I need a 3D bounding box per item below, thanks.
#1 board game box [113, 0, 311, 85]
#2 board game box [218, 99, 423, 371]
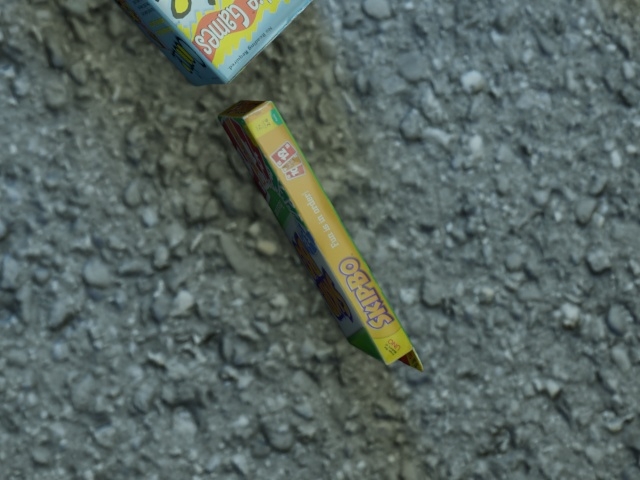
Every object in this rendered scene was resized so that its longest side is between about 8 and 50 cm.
[{"bbox_3d":[-0.134,-0.271,1.310,0.142,0.144,0.275,-45,104,-7],"label":"board game box"},{"bbox_3d":[0.000,0.000,1.375,0.039,0.124,0.259,-34,101,-8],"label":"board game box"}]
